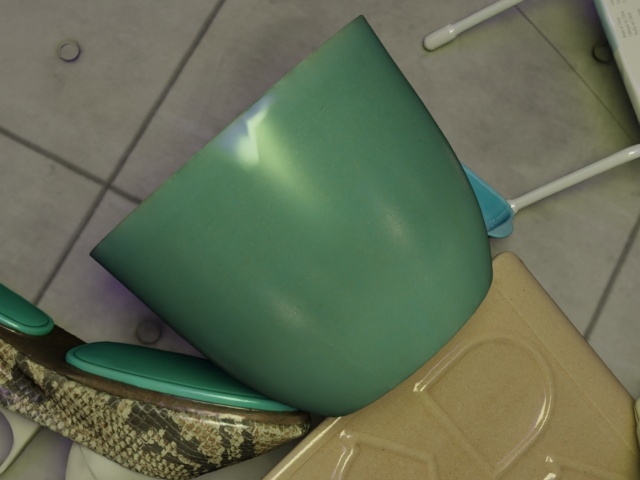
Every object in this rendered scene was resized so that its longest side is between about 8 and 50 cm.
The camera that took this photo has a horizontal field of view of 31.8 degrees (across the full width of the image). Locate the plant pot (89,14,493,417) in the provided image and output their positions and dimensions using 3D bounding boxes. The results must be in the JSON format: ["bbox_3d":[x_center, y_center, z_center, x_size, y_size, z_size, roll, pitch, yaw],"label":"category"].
[{"bbox_3d":[0.000,0.000,0.922,0.293,0.293,0.235,-43,95,-13],"label":"plant pot"}]

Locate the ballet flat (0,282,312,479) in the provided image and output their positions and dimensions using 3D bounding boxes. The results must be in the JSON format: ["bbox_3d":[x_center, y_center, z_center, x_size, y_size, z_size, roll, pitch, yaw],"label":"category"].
[{"bbox_3d":[-0.252,0.140,1.024,0.483,0.164,0.182,20,96,8],"label":"ballet flat"}]

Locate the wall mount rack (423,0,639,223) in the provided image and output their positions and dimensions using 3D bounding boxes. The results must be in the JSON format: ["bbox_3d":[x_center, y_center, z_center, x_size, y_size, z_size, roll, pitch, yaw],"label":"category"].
[{"bbox_3d":[0.289,-0.168,1.144,0.304,0.130,0.350,-14,75,-11],"label":"wall mount rack"}]

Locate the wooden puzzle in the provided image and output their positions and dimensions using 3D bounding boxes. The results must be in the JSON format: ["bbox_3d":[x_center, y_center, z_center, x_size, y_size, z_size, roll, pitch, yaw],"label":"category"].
[{"bbox_3d":[0.146,0.235,1.011,0.348,0.080,0.322,-42,98,-18],"label":"wooden puzzle"}]

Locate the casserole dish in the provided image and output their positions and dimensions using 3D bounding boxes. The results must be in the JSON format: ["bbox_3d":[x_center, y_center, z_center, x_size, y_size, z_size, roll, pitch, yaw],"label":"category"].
[{"bbox_3d":[0.106,-0.053,1.111,0.188,0.037,0.114,42,34,17],"label":"casserole dish"}]

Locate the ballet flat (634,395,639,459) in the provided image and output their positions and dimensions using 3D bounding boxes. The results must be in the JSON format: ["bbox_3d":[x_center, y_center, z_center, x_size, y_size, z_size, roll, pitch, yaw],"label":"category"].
[{"bbox_3d":[0.334,0.162,1.024,0.087,0.083,0.247,42,34,21],"label":"ballet flat"}]
